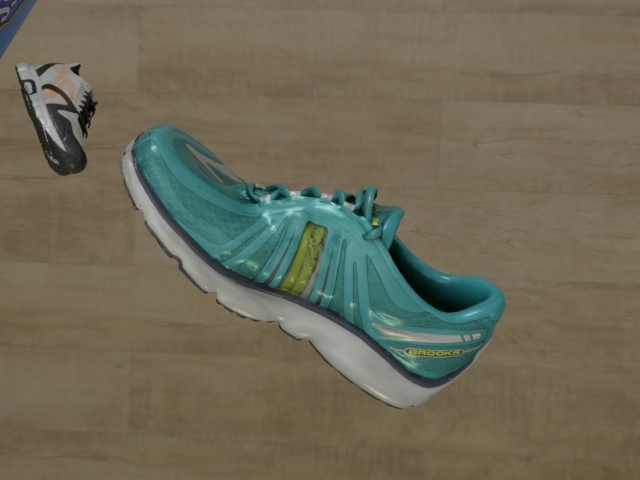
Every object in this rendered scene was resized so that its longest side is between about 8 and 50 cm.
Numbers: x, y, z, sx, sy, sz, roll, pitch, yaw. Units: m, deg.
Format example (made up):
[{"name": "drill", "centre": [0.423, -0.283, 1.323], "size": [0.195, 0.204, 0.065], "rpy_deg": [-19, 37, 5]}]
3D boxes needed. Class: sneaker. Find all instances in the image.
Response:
[{"name": "sneaker", "centre": [-0.156, -0.080, 0.492], "size": [0.044, 0.040, 0.109], "rpy_deg": [-15, 47, -20]}, {"name": "sneaker", "centre": [0.000, 0.000, 0.534], "size": [0.275, 0.107, 0.110], "rpy_deg": [32, 120, -15]}]

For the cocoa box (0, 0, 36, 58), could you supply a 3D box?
[{"name": "cocoa box", "centre": [-0.352, -0.318, 0.547], "size": [0.347, 0.228, 0.231], "rpy_deg": [31, 88, 2]}]
